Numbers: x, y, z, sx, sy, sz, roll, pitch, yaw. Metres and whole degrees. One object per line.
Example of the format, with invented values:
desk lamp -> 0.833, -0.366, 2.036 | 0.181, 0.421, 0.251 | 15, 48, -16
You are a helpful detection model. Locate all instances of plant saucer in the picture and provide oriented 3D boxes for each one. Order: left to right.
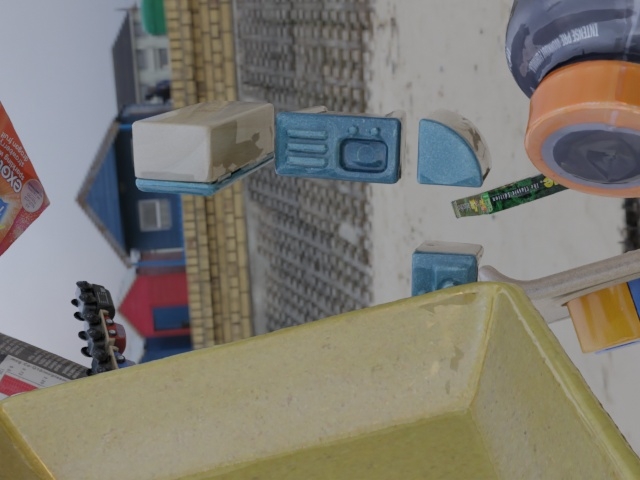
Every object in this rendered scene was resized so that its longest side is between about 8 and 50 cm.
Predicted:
plant saucer -> -0.028, 0.149, 0.398 | 0.333, 0.332, 0.081 | -99, -4, -70

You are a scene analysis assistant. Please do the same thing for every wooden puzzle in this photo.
wooden puzzle -> 0.323, 0.042, 0.785 | 0.322, 0.347, 0.080 | 35, -137, -75

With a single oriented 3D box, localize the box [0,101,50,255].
box -> -0.402, -0.058, 0.830 | 0.123, 0.257, 0.128 | -58, -34, -42

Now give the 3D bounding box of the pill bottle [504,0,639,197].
pill bottle -> 0.175, -0.148, 0.493 | 0.130, 0.130, 0.246 | 103, -177, -68

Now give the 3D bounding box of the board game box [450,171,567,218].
board game box -> 0.237, -0.060, 1.061 | 0.259, 0.136, 0.030 | -28, -83, -88

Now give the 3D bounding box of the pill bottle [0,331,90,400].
pill bottle -> -0.289, 0.176, 0.833 | 0.162, 0.278, 0.162 | 22, -90, -90

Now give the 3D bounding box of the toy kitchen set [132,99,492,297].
toy kitchen set -> 0.000, 0.000, 0.588 | 0.122, 0.207, 0.166 | -41, -46, -68

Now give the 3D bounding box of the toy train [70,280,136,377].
toy train -> -0.177, 0.081, 0.735 | 0.027, 0.036, 0.158 | -68, 29, 21
